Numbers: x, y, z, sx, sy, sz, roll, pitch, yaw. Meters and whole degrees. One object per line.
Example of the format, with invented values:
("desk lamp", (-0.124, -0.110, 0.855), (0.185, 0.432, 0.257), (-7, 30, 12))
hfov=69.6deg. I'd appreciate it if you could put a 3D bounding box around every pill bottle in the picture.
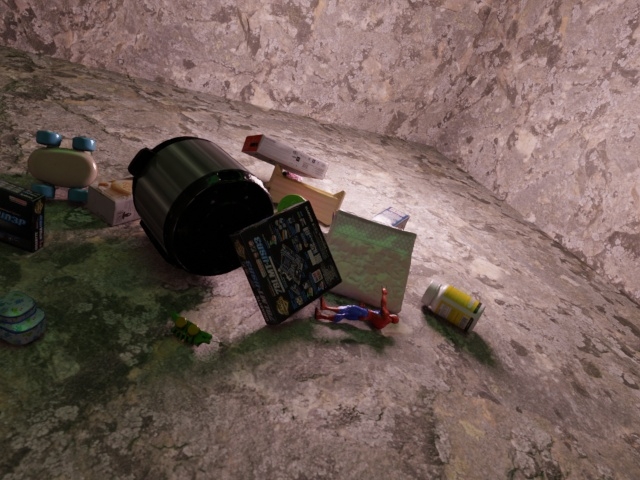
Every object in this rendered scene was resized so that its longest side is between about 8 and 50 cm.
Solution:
("pill bottle", (0.483, 0.236, 1.689), (0.208, 0.119, 0.119), (31, 29, 20))

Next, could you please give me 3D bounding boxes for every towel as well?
("towel", (0.168, 0.067, 1.668), (0.331, 0.053, 0.317), (18, 69, -1))

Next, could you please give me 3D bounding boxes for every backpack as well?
("backpack", (-0.695, 0.178, 1.052), (0.114, 0.084, 0.105), (25, 30, 5))

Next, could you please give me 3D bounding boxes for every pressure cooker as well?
("pressure cooker", (-0.393, -0.130, 1.490), (0.375, 0.370, 0.420), (-23, 45, -30))

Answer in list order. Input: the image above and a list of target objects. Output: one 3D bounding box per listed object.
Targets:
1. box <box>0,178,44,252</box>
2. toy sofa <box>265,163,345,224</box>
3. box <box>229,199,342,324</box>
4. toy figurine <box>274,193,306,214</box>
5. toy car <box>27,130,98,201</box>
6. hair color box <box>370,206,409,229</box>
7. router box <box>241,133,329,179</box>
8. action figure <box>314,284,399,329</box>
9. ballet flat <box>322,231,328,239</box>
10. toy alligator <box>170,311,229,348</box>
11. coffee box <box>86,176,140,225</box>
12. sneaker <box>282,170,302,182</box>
("box", (-0.894, -0.081, 1.298), (0.220, 0.175, 0.051), (21, 27, 0))
("toy sofa", (-0.072, -0.207, 2.142), (0.362, 0.177, 0.150), (21, 3, 3))
("box", (-0.097, 0.061, 1.412), (0.293, 0.296, 0.073), (-30, 11, -39))
("toy figurine", (-0.129, -0.123, 1.967), (0.130, 0.173, 0.159), (52, 6, -6))
("toy car", (-0.910, -0.255, 1.643), (0.210, 0.220, 0.238), (5, 2, -26))
("hair color box", (0.244, -0.012, 1.927), (0.105, 0.174, 0.347), (29, 28, 21))
("router box", (-0.172, -0.385, 2.132), (0.335, 0.082, 0.301), (20, 2, -26))
("action figure", (0.126, 0.212, 1.512), (0.280, 0.092, 0.139), (14, 45, -13))
("ballet flat", (0.000, 0.000, 1.879), (0.249, 0.058, 0.084), (23, 53, 2))
("toy alligator", (-0.328, 0.251, 1.203), (0.189, 0.056, 0.051), (28, 70, 13))
("coffee box", (-0.680, -0.151, 1.650), (0.141, 0.098, 0.246), (30, 29, 19))
("sneaker", (-0.154, -0.326, 2.393), (0.119, 0.047, 0.057), (26, 39, 15))
